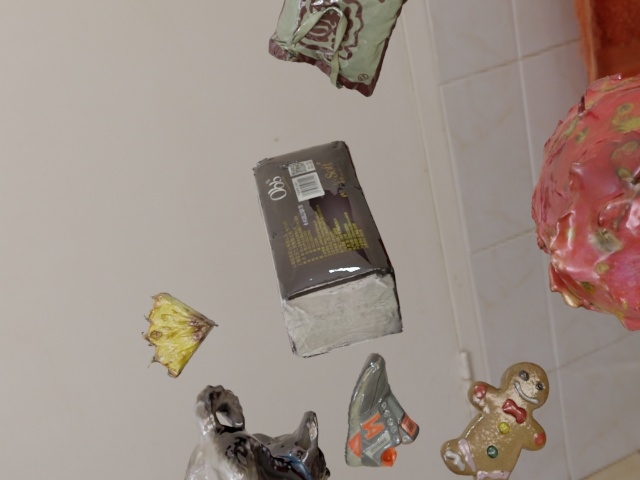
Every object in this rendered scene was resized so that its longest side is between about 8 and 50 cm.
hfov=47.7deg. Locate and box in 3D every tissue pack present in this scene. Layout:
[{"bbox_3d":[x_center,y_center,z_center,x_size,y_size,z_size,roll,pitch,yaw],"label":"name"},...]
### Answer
[{"bbox_3d":[0.000,0.000,1.318,0.210,0.198,0.370,-17,46,2],"label":"tissue pack"}]

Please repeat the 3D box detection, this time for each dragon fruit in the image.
[{"bbox_3d":[0.282,-0.046,0.621,0.210,0.205,0.268,19,39,-14],"label":"dragon fruit"}]

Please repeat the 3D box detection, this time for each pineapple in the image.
[{"bbox_3d":[-0.219,0.146,1.144,0.116,0.137,0.069,-9,0,-1],"label":"pineapple"}]

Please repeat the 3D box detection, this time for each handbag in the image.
[{"bbox_3d":[0.032,-0.378,1.206,0.213,0.235,0.127,24,43,1],"label":"handbag"}]

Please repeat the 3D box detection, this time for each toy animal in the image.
[{"bbox_3d":[-0.100,0.424,1.351,0.194,0.303,0.344,-26,-29,34],"label":"toy animal"}]

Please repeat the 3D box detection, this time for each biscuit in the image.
[{"bbox_3d":[0.544,0.539,2.142,0.432,0.283,0.064,-50,1,-19],"label":"biscuit"}]

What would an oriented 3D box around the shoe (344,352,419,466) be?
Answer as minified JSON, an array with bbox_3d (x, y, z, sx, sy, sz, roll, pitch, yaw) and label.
[{"bbox_3d":[0.160,0.437,1.781,0.171,0.336,0.132,12,29,14],"label":"shoe"}]
